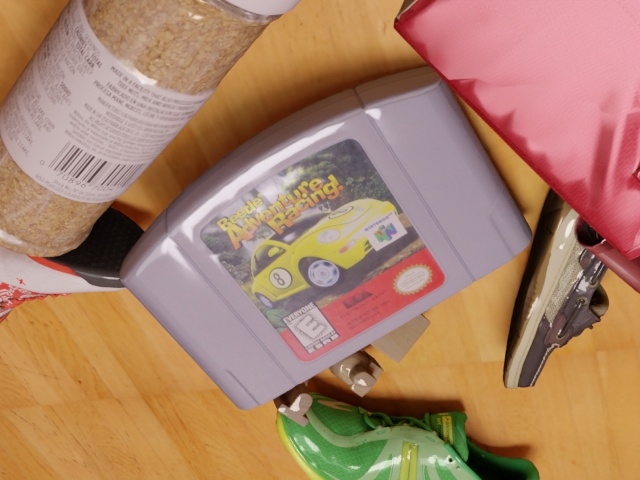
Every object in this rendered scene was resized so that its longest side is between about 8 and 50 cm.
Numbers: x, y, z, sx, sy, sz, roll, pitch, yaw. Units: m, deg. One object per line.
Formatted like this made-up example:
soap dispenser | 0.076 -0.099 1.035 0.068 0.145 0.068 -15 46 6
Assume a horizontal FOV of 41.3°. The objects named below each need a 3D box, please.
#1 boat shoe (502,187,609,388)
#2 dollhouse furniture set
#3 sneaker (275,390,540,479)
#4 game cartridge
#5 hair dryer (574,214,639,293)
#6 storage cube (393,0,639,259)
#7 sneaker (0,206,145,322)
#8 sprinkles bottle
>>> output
boat shoe | 0.206 0.047 0.715 0.073 0.080 0.223 12 127 7
dollhouse furniture set | -0.010 0.081 0.828 0.144 0.123 0.151 37 93 -19
sneaker | 0.094 0.214 0.884 0.296 0.109 0.123 24 116 -12
game cartridge | 0.000 0.000 0.675 0.294 0.060 0.196 -32 115 9
hair dryer | 0.325 -0.025 0.619 0.294 0.080 0.223 -13 127 -4
storage cube | 0.181 -0.145 0.469 0.193 0.215 0.184 41 127 -15
sneaker | -0.283 0.027 0.802 0.270 0.090 0.145 13 133 6
sprinkles bottle | -0.142 -0.124 0.616 0.121 0.121 0.355 36 128 -19
